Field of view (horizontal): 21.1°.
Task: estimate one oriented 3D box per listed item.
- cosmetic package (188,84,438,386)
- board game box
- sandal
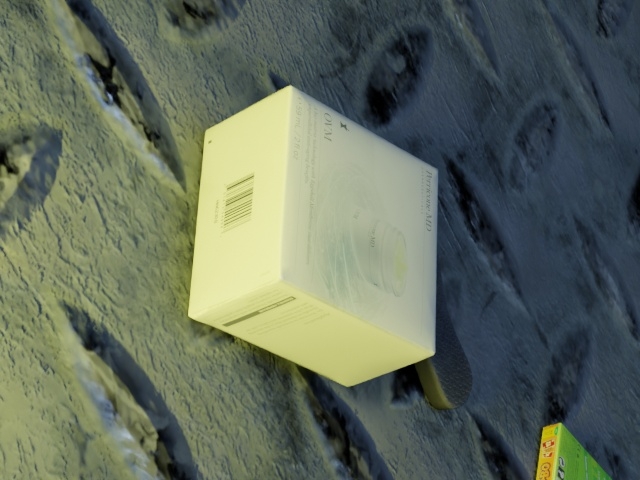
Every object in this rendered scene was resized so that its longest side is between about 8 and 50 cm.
[{"bbox_3d":[0.000,0.000,1.760,0.225,0.138,0.224,27,53,-38],"label":"cosmetic package"},{"bbox_3d":[0.361,0.361,2.240,0.259,0.039,0.124,45,42,-31],"label":"board game box"},{"bbox_3d":[0.107,0.084,1.997,0.097,0.054,0.254,-36,114,-49],"label":"sandal"}]
